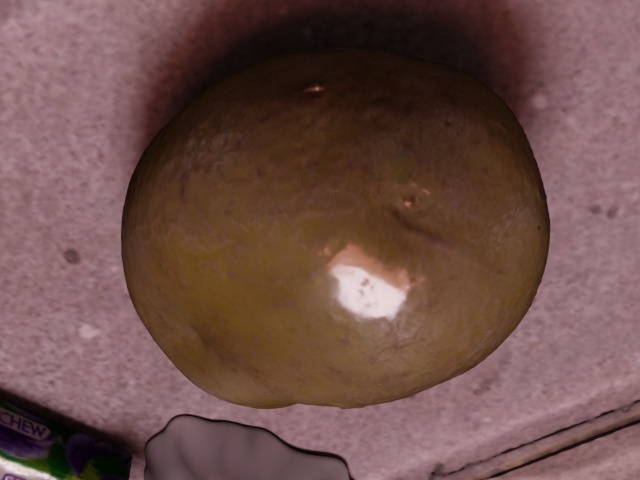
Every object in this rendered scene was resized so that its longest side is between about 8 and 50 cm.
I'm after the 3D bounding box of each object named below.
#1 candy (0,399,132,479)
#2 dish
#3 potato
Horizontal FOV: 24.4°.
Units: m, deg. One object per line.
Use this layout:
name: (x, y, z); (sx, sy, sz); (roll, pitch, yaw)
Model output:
candy: (-0.267, 0.110, 0.884); (0.312, 0.061, 0.088); (27, 125, -19)
dish: (-0.046, 0.161, 0.931); (0.137, 0.039, 0.091); (10, 130, -4)
potato: (0.000, 0.000, 0.719); (0.235, 0.160, 0.178); (-32, 85, 42)
